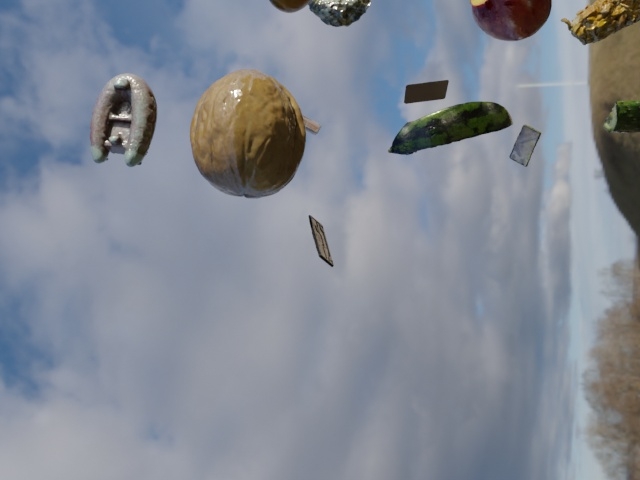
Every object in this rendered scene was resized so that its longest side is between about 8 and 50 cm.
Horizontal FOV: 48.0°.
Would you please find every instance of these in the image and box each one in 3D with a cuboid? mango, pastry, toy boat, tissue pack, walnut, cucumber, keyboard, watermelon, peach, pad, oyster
[{"bbox_3d":[-0.062,-0.543,1.544,0.184,0.085,0.102,-59,-39,-57],"label":"mango"},{"bbox_3d":[0.794,-0.619,1.966,0.102,0.250,0.154,61,-162,-17],"label":"pastry"},{"bbox_3d":[0.609,-0.282,2.137,0.016,0.063,0.115,-20,-43,-46],"label":"toy boat"},{"bbox_3d":[-0.042,-0.342,2.108,0.035,0.083,0.063,-63,6,2],"label":"tissue pack"},{"bbox_3d":[-0.171,-0.254,1.697,0.277,0.252,0.312,18,-109,-60],"label":"walnut"},{"bbox_3d":[0.529,-0.199,1.182,0.067,0.108,0.035,92,174,-59],"label":"cucumber"},{"bbox_3d":[-0.466,-0.287,1.681,0.085,0.155,0.227,55,-137,-73],"label":"toy boat"},{"bbox_3d":[0.000,0.000,1.661,0.053,0.010,0.155,40,-159,-34],"label":"keyboard"},{"bbox_3d":[0.244,-0.204,1.309,0.119,0.245,0.063,138,116,-84],"label":"watermelon"},{"bbox_3d":[0.425,-0.546,1.616,0.192,0.190,0.190,23,-109,-52],"label":"peach"},{"bbox_3d":[0.384,-0.540,2.615,0.112,0.157,0.003,87,175,-63],"label":"pad"},{"bbox_3d":[0.046,-0.642,1.946,0.064,0.177,0.124,1,-106,-72],"label":"oyster"}]
